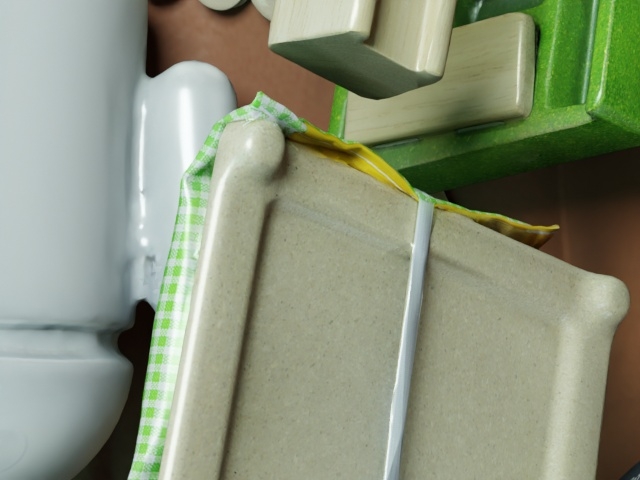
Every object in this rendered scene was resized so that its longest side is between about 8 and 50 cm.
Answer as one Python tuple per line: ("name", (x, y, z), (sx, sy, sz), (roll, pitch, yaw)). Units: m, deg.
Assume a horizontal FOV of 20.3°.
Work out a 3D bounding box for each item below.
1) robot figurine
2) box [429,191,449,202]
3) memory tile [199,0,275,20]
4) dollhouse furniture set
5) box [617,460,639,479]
("robot figurine", (-0.182, -0.021, 0.824), (0.300, 0.200, 0.353), (2, 86, 7))
("box", (0.026, 0.069, 0.860), (0.164, 0.021, 0.201), (-24, 92, 39))
("memory tile", (-0.045, -0.178, 0.825), (0.113, 0.012, 0.148), (15, 114, 31))
("dollhouse furniture set", (0.000, 0.000, 0.642), (0.151, 0.197, 0.302), (-8, 67, 47))
("box", (0.154, 0.213, 0.612), (0.179, 0.312, 0.343), (36, 126, -4))
